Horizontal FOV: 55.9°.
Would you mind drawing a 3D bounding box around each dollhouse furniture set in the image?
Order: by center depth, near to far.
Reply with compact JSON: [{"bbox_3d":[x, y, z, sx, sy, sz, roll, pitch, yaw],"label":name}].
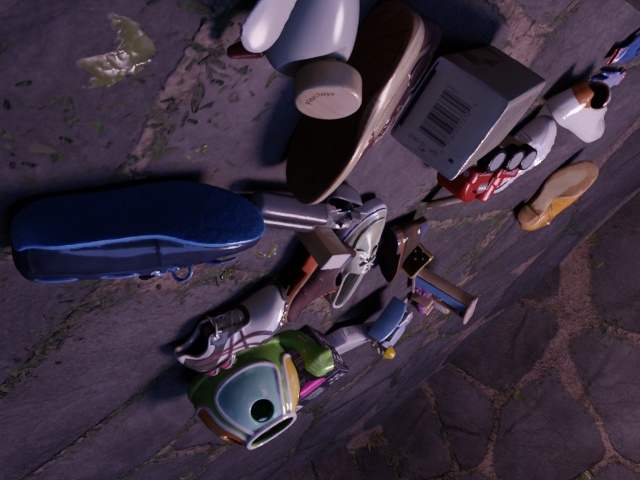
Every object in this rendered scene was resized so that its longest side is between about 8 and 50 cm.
[{"bbox_3d":[0.299,0.279,1.832,0.303,0.198,0.286,-51,158,-17],"label":"dollhouse furniture set"}]

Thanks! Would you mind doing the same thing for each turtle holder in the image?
[{"bbox_3d":[-0.145,0.352,1.452,0.320,0.227,0.243,-15,146,-38],"label":"turtle holder"}]

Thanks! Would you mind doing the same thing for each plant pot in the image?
[{"bbox_3d":[0.254,0.042,1.620,0.081,0.081,0.083,-47,165,20],"label":"plant pot"}]

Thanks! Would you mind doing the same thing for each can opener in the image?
[{"bbox_3d":[-0.026,-0.067,1.098,0.284,0.095,0.076,7,155,-45],"label":"can opener"}]

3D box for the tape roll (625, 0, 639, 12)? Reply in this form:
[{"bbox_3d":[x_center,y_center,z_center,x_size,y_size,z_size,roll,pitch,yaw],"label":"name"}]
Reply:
[{"bbox_3d":[0.701,-0.442,1.128,0.286,0.286,0.100,-12,146,-42],"label":"tape roll"}]

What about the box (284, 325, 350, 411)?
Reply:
[{"bbox_3d":[-0.069,0.375,1.693,0.247,0.142,0.163,-37,156,3],"label":"box"}]

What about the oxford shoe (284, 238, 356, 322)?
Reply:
[{"bbox_3d":[-0.011,0.100,1.312,0.096,0.098,0.271,-71,-172,-49],"label":"oxford shoe"}]

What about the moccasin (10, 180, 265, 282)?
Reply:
[{"bbox_3d":[-0.250,-0.010,0.852,0.342,0.137,0.116,0,143,-31],"label":"moccasin"}]

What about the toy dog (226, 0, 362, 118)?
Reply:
[{"bbox_3d":[-0.040,-0.265,0.627,0.161,0.220,0.333,-4,144,3],"label":"toy dog"}]

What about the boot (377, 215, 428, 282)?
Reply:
[{"bbox_3d":[0.213,0.026,1.531,0.106,0.082,0.219,-25,150,-19],"label":"boot"}]

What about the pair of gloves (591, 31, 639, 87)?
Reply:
[{"bbox_3d":[0.736,-0.434,1.492,0.159,0.023,0.198,-25,153,-29],"label":"pair of gloves"}]

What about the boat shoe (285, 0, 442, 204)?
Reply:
[{"bbox_3d":[0.069,-0.194,0.933,0.123,0.123,0.342,-3,133,-48],"label":"boat shoe"}]

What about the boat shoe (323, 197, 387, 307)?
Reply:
[{"bbox_3d":[0.080,0.033,1.354,0.109,0.094,0.302,-16,148,-38],"label":"boat shoe"}]

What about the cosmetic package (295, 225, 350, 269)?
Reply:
[{"bbox_3d":[0.000,0.000,1.171,0.060,0.115,0.041,-4,140,-51],"label":"cosmetic package"}]

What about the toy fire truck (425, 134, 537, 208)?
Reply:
[{"bbox_3d":[0.326,-0.137,1.357,0.217,0.158,0.246,-10,133,-45],"label":"toy fire truck"}]

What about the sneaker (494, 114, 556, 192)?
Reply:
[{"bbox_3d":[0.469,-0.210,1.463,0.095,0.090,0.235,15,123,-48],"label":"sneaker"}]

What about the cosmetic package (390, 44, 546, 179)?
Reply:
[{"bbox_3d":[0.254,-0.224,1.005,0.296,0.129,0.153,-32,158,-56],"label":"cosmetic package"}]

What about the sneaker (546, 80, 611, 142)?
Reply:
[{"bbox_3d":[0.667,-0.318,1.475,0.123,0.105,0.290,-33,160,35],"label":"sneaker"}]

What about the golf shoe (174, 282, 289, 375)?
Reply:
[{"bbox_3d":[-0.184,0.188,1.278,0.273,0.105,0.120,-42,147,9],"label":"golf shoe"}]

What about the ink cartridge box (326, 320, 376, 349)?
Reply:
[{"bbox_3d":[0.048,0.327,1.893,0.232,0.066,0.189,-29,163,35],"label":"ink cartridge box"}]

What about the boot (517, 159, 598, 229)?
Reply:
[{"bbox_3d":[0.770,-0.141,1.964,0.295,0.104,0.211,-41,160,19],"label":"boot"}]
